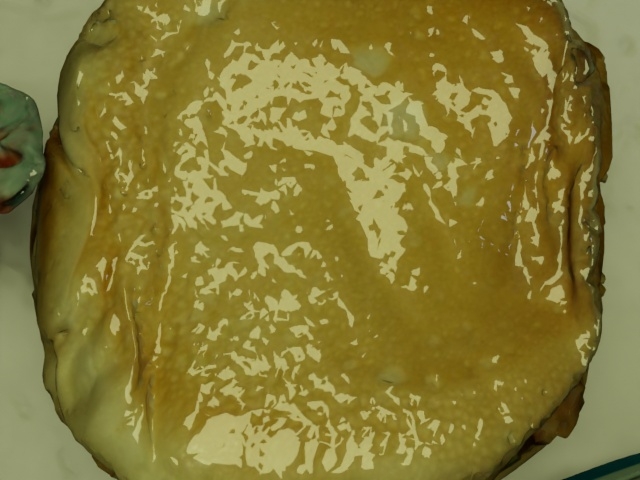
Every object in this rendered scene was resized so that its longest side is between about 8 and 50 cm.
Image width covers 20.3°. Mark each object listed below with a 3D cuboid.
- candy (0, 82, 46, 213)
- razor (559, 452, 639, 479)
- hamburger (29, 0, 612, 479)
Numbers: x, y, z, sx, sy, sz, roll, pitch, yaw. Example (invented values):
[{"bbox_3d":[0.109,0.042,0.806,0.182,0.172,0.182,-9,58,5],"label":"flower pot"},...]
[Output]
[{"bbox_3d":[-0.211,0.040,0.596,0.292,0.059,0.086,-38,60,5],"label":"candy"},{"bbox_3d":[0.068,0.100,0.592,0.191,0.037,0.068,-18,112,-18],"label":"razor"},{"bbox_3d":[-0.002,0.000,0.596,0.213,0.108,0.214,0,82,-1],"label":"hamburger"}]
